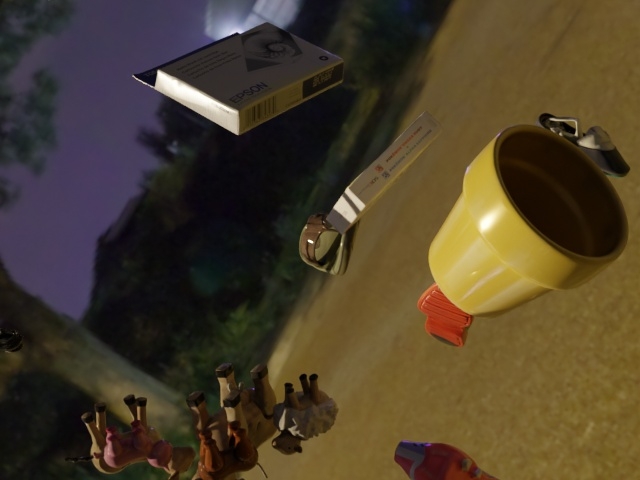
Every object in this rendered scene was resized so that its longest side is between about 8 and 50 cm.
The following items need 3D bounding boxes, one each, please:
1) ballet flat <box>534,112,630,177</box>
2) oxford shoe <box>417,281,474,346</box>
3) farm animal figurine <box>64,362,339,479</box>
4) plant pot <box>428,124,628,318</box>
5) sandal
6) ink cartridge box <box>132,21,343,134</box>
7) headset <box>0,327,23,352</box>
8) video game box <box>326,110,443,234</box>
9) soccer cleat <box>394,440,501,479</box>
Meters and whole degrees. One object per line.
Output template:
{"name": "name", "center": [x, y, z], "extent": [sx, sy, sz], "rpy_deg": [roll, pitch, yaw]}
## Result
{"name": "ballet flat", "center": [0.456, -0.175, 1.906], "extent": [0.203, 0.074, 0.074], "rpy_deg": [32, 93, 41]}
{"name": "oxford shoe", "center": [0.228, 0.098, 1.868], "extent": [0.271, 0.097, 0.098], "rpy_deg": [83, -148, -70]}
{"name": "farm animal figurine", "center": [-0.178, 0.322, 1.711], "extent": [0.330, 0.172, 0.327], "rpy_deg": [6, 25, 42]}
{"name": "plant pot", "center": [0.295, -0.009, 1.663], "extent": [0.239, 0.254, 0.254], "rpy_deg": [-47, 12, 42]}
{"name": "sandal", "center": [-0.001, 0.001, 2.036], "extent": [0.303, 0.086, 0.120], "rpy_deg": [169, 116, -70]}
{"name": "ink cartridge box", "center": [-0.119, -0.250, 1.576], "extent": [0.223, 0.224, 0.045], "rpy_deg": [-33, -40, -38]}
{"name": "headset", "center": [-0.686, 0.118, 1.911], "extent": [0.394, 0.185, 0.243], "rpy_deg": [67, -165, -57]}
{"name": "video game box", "center": [0.101, -0.106, 1.768], "extent": [0.187, 0.048, 0.205], "rpy_deg": [-42, -3, -15]}
{"name": "soccer cleat", "center": [0.175, 0.315, 1.364], "extent": [0.083, 0.095, 0.248], "rpy_deg": [-58, -39, -15]}
